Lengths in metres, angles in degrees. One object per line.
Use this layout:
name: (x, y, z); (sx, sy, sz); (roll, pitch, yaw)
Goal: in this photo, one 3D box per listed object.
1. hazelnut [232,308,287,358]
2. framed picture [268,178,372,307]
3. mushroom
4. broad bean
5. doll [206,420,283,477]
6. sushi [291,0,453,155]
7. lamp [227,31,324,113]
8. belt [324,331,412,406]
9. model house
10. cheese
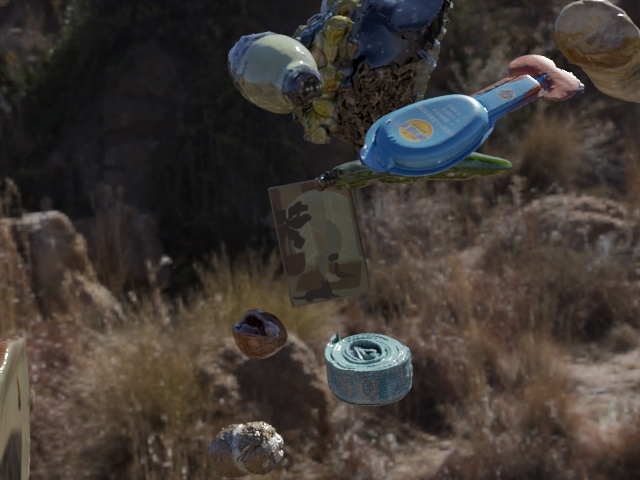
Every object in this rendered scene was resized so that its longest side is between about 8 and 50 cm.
hazelnut: (-0.091, 0.143, 1.460); (0.087, 0.086, 0.086); (-6, -1, 0)
framed picture: (0.000, 0.000, 1.568); (0.136, 0.200, 0.010); (-11, 7, -2)
mushroom: (0.404, -0.245, 1.300); (0.123, 0.095, 0.351); (38, 17, 27)
broad bean: (0.117, -0.092, 1.219); (0.298, 0.043, 0.060); (-7, 23, -25)
doll: (-0.162, 0.419, 1.921); (0.115, 0.105, 0.221); (3, -15, -34)
sushi: (0.078, -0.357, 1.844); (0.285, 0.327, 0.328); (19, -35, 1)
lamp: (-0.064, -0.218, 1.237); (0.101, 0.101, 0.250); (-6, 22, -25)
belt: (0.078, 0.213, 1.582); (0.148, 0.082, 0.163); (-1, 17, 12)
model house: (-0.422, 0.202, 0.983); (0.229, 0.199, 0.219); (-8, -16, -6)
cheese: (0.153, -0.129, 0.997); (0.256, 0.106, 0.037); (-26, -40, -17)
